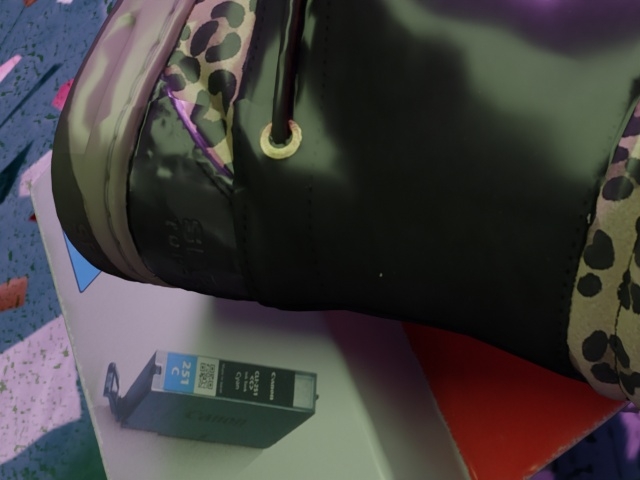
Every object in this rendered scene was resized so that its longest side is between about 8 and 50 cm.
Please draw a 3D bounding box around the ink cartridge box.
[{"bbox_3d":[0.000,0.000,0.706,0.261,0.066,0.296,-45,45,23],"label":"ink cartridge box"}]

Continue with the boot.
[{"bbox_3d":[0.094,-0.119,0.608,0.284,0.138,0.377,20,73,35],"label":"boot"}]
